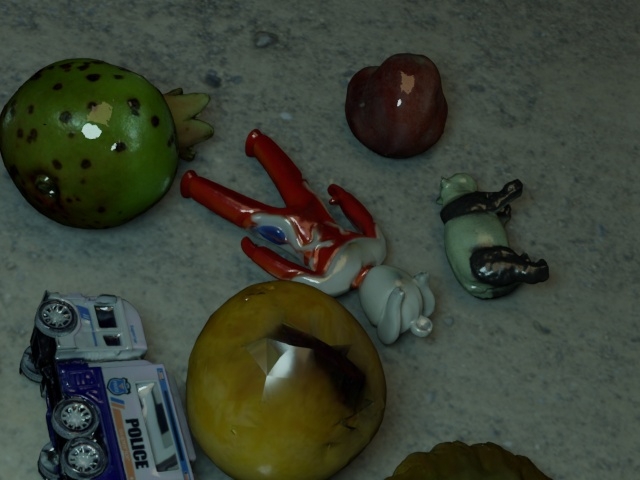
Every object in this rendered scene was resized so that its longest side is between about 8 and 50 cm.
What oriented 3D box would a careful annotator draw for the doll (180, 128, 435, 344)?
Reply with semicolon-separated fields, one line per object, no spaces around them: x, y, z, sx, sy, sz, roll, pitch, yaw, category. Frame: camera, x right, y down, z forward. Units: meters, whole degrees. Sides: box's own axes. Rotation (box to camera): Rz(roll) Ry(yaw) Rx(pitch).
0.000;0.000;1.633;0.384;0.099;0.188;39;53;24;doll

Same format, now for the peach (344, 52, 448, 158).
0.108;-0.187;1.785;0.152;0.152;0.152;8;50;-10;peach

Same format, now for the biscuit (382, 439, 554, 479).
0.179;0.361;1.358;0.335;0.078;0.329;9;49;-26;biscuit

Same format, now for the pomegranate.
-0.282;-0.128;1.601;0.231;0.231;0.286;27;18;6;pomegranate

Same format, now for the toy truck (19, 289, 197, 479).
-0.236;0.186;1.392;0.155;0.124;0.268;-1;54;-26;toy truck

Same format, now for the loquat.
-0.039;0.164;1.395;0.235;0.235;0.235;8;50;-10;loquat

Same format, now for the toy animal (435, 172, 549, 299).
0.222;-0.013;1.706;0.121;0.094;0.225;-5;54;-8;toy animal
